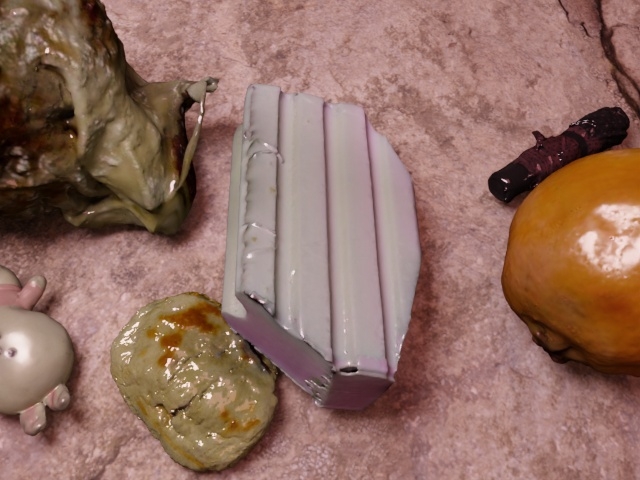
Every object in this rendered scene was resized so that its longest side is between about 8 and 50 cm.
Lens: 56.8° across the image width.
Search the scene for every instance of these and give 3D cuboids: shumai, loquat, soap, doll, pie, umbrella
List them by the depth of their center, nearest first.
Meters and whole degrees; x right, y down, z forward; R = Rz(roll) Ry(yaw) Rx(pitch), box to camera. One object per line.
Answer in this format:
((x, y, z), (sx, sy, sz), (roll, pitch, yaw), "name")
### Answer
((-0.417, 0.130, 0.796), (0.155, 0.113, 0.275), (-37, 78, -13), "doll")
((-0.161, 0.175, 0.803), (0.201, 0.090, 0.248), (-38, 75, -26), "pie")
((0.418, 0.034, 0.813), (0.328, 0.328, 0.328), (3, 62, -5), "loquat")
((0.000, 0.000, 0.845), (0.261, 0.156, 0.446), (10, 55, -19), "soap")
((-0.332, -0.145, 0.852), (0.348, 0.395, 0.395), (30, 60, -19), "shumai")
((0.421, -0.150, 1.038), (0.326, 0.094, 0.090), (-29, 41, -20), "umbrella")
